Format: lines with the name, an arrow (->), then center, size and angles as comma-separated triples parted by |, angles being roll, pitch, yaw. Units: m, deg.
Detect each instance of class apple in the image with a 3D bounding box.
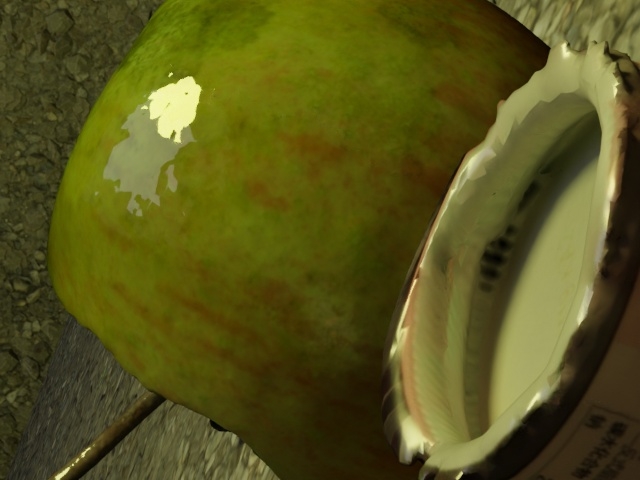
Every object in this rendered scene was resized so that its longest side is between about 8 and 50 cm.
apple -> 0.000, 0.000, 0.599 | 0.246, 0.226, 0.246 | -159, 90, -79

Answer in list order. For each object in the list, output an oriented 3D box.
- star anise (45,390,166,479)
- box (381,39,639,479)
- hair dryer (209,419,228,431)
star anise -> -0.074, 0.089, 0.809 | 0.148, 0.228, 0.218 | 165, 113, -66
box -> 0.101, 0.025, 0.369 | 0.151, 0.135, 0.151 | -162, 90, -76
hair dryer -> -0.077, 0.049, 1.144 | 0.251, 0.089, 0.197 | -92, 26, -42
